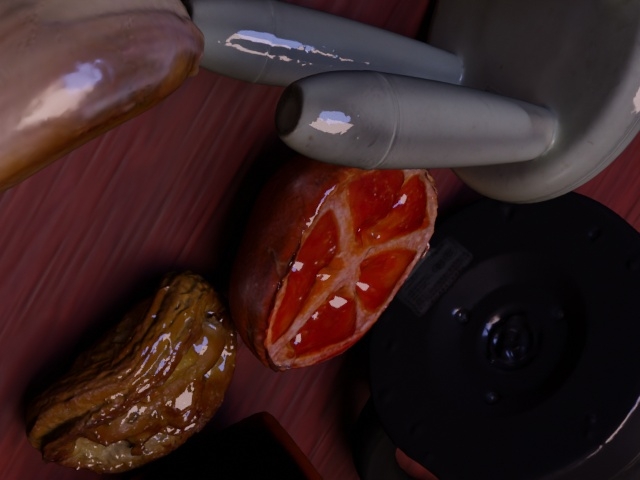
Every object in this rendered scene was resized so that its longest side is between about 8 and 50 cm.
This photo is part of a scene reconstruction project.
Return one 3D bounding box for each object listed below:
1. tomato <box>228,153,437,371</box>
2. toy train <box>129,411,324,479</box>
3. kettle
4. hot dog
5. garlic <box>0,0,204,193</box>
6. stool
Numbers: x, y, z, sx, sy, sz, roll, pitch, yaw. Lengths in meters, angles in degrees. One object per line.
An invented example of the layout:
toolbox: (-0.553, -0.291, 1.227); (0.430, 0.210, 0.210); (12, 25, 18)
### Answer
tomato: (0.000, 0.000, 0.807); (0.155, 0.069, 0.156); (-35, 144, -30)
toy train: (-0.090, 0.258, 0.830); (0.369, 0.163, 0.232); (-26, 132, -18)
kettle: (0.174, 0.126, 0.916); (0.271, 0.207, 0.251); (35, 88, -48)
hot dog: (-0.110, 0.085, 0.791); (0.147, 0.065, 0.099); (-43, 148, -7)
garlic: (-0.166, -0.079, 0.643); (0.206, 0.128, 0.115); (-33, 102, 1)
stool: (0.056, -0.132, 0.699); (0.198, 0.195, 0.195); (13, 109, -31)
